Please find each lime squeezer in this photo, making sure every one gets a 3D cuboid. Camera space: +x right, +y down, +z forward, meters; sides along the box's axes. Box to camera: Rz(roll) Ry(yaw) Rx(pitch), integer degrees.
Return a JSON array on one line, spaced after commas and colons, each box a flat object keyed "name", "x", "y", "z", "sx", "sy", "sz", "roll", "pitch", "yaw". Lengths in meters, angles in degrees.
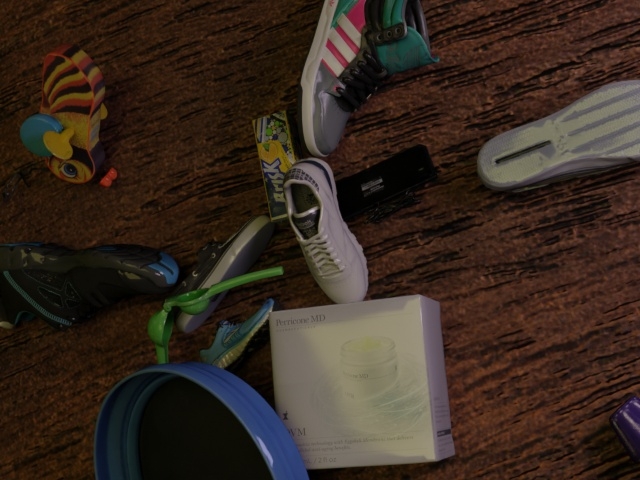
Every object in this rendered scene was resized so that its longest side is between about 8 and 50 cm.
[{"name": "lime squeezer", "x": -0.191, "y": 0.123, "z": 1.377, "sx": 0.110, "sy": 0.059, "sz": 0.310, "roll": 44, "pitch": 106, "yaw": 12}]

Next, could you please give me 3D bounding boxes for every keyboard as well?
[{"name": "keyboard", "x": 0.087, "y": -0.066, "z": 1.393, "sx": 0.192, "sy": 0.038, "sz": 0.100, "roll": -25, "pitch": 52, "yaw": 15}]

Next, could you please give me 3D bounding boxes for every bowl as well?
[{"name": "bowl", "x": -0.168, "y": 0.357, "z": 1.306, "sx": 0.391, "sy": 0.077, "sz": 0.391, "roll": 11, "pitch": 108, "yaw": 36}]

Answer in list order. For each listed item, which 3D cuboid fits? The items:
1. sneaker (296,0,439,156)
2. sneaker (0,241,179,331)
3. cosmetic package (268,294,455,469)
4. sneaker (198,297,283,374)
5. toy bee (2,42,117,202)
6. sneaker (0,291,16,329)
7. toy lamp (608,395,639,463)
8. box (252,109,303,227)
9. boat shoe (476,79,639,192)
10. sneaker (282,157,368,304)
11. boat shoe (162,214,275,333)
[{"name": "sneaker", "x": 0.081, "y": -0.259, "z": 1.374, "sx": 0.178, "sy": 0.123, "sz": 0.296, "roll": 10, "pitch": 84, "yaw": 29}, {"name": "sneaker", "x": -0.373, "y": 0.075, "z": 1.489, "sx": 0.340, "sy": 0.125, "sz": 0.140, "roll": 2, "pitch": 94, "yaw": 27}, {"name": "cosmetic package", "x": 0.058, "y": 0.201, "z": 1.301, "sx": 0.224, "sy": 0.138, "sz": 0.225, "roll": -8, "pitch": 78, "yaw": 17}, {"name": "sneaker", "x": -0.127, "y": 0.141, "z": 1.413, "sx": 0.162, "sy": 0.063, "sz": 0.073, "roll": -44, "pitch": 68, "yaw": 8}, {"name": "toy bee", "x": -0.400, "y": -0.168, "z": 1.520, "sx": 0.162, "sy": 0.298, "sz": 0.195, "roll": 25, "pitch": 53, "yaw": -6}, {"name": "sneaker", "x": -0.565, "y": 0.087, "z": 1.573, "sx": 0.158, "sy": 0.061, "sz": 0.065, "roll": 40, "pitch": 89, "yaw": 19}, {"name": "toy lamp", "x": 0.483, "y": 0.315, "z": 1.172, "sx": 0.080, "sy": 0.080, "sz": 0.275, "roll": -44, "pitch": 74, "yaw": 8}, {"name": "box", "x": -0.056, "y": -0.110, "z": 1.429, "sx": 0.059, "sy": 0.054, "sz": 0.169, "roll": -15, "pitch": 77, "yaw": 16}, {"name": "boat shoe", "x": 0.363, "y": -0.140, "z": 1.268, "sx": 0.302, "sy": 0.094, "sz": 0.109, "roll": -15, "pitch": 80, "yaw": 18}, {"name": "sneaker", "x": 0.000, "y": 0.000, "z": 1.338, "sx": 0.090, "sy": 0.095, "sz": 0.235, "roll": -19, "pitch": 104, "yaw": 16}, {"name": "boat shoe", "x": -0.165, "y": 0.039, "z": 1.437, "sx": 0.076, "sy": 0.080, "sz": 0.228, "roll": 42, "pitch": 104, "yaw": 18}]
